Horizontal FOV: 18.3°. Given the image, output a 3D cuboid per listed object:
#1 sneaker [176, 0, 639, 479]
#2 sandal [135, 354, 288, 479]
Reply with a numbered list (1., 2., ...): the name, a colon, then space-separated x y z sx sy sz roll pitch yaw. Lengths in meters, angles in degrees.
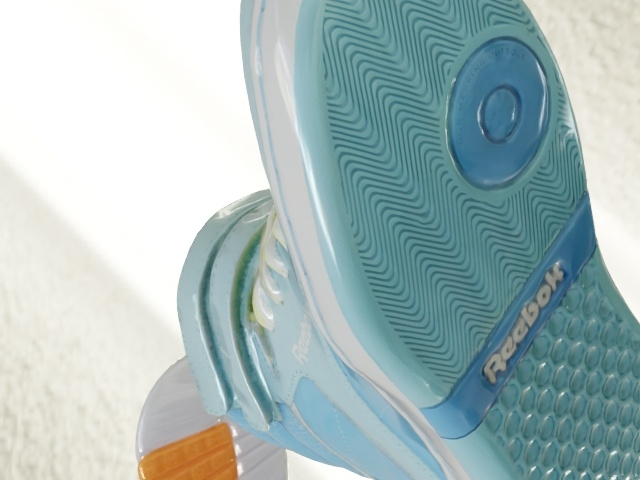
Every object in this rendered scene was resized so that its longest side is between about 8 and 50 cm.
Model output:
1. sneaker: 0.000 0.000 0.752 0.208 0.319 0.127 19 -123 41
2. sandal: -0.071 0.190 1.374 0.102 0.265 0.076 -11 -160 -9
